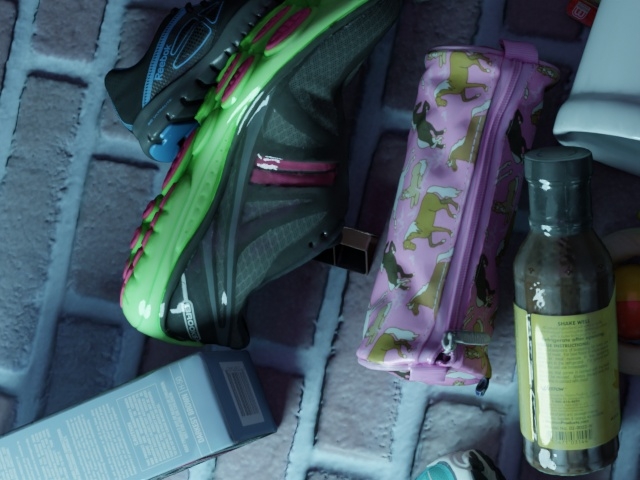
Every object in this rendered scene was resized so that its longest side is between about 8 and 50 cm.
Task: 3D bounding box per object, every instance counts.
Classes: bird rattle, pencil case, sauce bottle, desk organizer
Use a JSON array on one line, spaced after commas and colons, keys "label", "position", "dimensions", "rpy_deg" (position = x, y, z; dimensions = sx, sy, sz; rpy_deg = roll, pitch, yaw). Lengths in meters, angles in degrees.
[{"label": "bird rattle", "position": [0.377, 0.073, 1.338], "dimensions": [0.206, 0.143, 0.254], "rpy_deg": [-3, 100, 28]}, {"label": "pencil case", "position": [0.152, -0.030, 1.353], "dimensions": [0.167, 0.160, 0.386], "rpy_deg": [10, 84, 38]}, {"label": "sauce bottle", "position": [0.260, 0.074, 1.290], "dimensions": [0.111, 0.111, 0.345], "rpy_deg": [-1, 108, 14]}, {"label": "desk organizer", "position": [0.000, 0.000, 1.453], "dimensions": [0.130, 0.047, 0.050], "rpy_deg": [16, 90, 15]}]

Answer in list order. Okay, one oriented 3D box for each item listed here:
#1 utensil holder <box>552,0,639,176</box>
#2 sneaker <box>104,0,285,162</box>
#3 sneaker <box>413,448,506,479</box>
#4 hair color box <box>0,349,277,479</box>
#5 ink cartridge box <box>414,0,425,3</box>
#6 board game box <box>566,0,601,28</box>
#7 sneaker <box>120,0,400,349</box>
[{"label": "utensil holder", "position": [0.448, -0.242, 1.219], "dimensions": [0.327, 0.327, 0.386], "rpy_deg": [18, 90, 15]}, {"label": "sneaker", "position": [-0.120, -0.256, 1.472], "dimensions": [0.341, 0.125, 0.140], "rpy_deg": [-43, 67, 2]}, {"label": "sneaker", "position": [0.185, 0.372, 1.356], "dimensions": [0.110, 0.107, 0.275], "rpy_deg": [-29, 73, 29]}, {"label": "hair color box", "position": [-0.257, 0.246, 1.417], "dimensions": [0.374, 0.185, 0.114], "rpy_deg": [-23, 81, 10]}, {"label": "ink cartridge box", "position": [0.149, -0.409, 1.440], "dimensions": [0.153, 0.087, 0.208], "rpy_deg": [-16, 80, 11]}, {"label": "board game box", "position": [0.402, -0.344, 1.401], "dimensions": [0.124, 0.039, 0.259], "rpy_deg": [34, 95, 14]}, {"label": "sneaker", "position": [-0.045, -0.088, 1.364], "dimensions": [0.202, 0.185, 0.483], "rpy_deg": [27, 106, -18]}]
